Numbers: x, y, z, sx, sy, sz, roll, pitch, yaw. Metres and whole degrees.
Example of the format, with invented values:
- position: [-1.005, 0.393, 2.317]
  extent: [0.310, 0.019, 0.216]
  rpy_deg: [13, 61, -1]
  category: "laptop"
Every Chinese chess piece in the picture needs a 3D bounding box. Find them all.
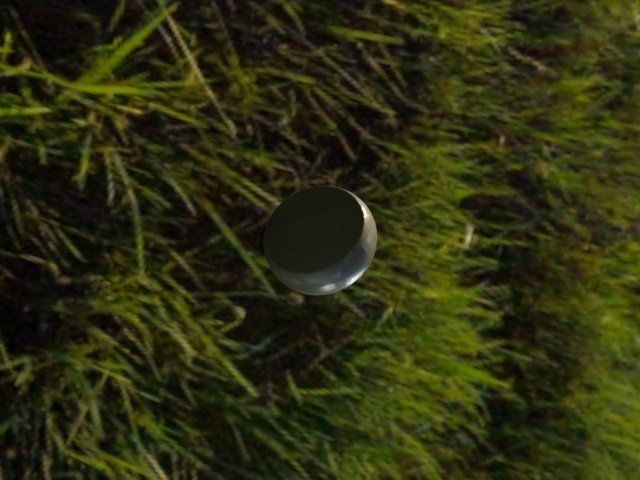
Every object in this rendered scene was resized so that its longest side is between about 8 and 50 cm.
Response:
- position: [0.000, 0.000, 0.775]
  extent: [0.084, 0.084, 0.034]
  rpy_deg: [-60, 147, -21]
  category: "Chinese chess piece"
